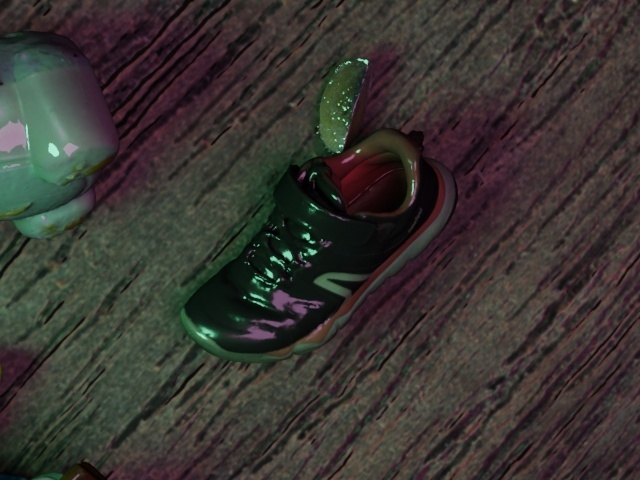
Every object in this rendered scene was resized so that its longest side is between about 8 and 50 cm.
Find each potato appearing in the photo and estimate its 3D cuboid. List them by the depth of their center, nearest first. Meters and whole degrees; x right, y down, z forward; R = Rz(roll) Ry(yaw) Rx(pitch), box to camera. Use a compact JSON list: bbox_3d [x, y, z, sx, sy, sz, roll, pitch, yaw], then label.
[{"bbox_3d":[0.023,-0.127,1.622,0.037,0.036,0.093,18,95,21],"label":"potato"}]

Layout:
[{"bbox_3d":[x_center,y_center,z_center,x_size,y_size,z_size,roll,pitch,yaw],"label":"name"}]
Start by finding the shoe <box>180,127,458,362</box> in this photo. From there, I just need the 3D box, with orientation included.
[{"bbox_3d":[0.000,0.000,1.569,0.291,0.114,0.137,-38,150,-11],"label":"shoe"}]

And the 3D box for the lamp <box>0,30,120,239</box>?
[{"bbox_3d":[-0.341,-0.094,1.410,0.301,0.247,0.247,-15,75,-24],"label":"lamp"}]

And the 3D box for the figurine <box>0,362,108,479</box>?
[{"bbox_3d":[-0.323,0.216,1.476,0.283,0.204,0.338,-15,94,9],"label":"figurine"}]
